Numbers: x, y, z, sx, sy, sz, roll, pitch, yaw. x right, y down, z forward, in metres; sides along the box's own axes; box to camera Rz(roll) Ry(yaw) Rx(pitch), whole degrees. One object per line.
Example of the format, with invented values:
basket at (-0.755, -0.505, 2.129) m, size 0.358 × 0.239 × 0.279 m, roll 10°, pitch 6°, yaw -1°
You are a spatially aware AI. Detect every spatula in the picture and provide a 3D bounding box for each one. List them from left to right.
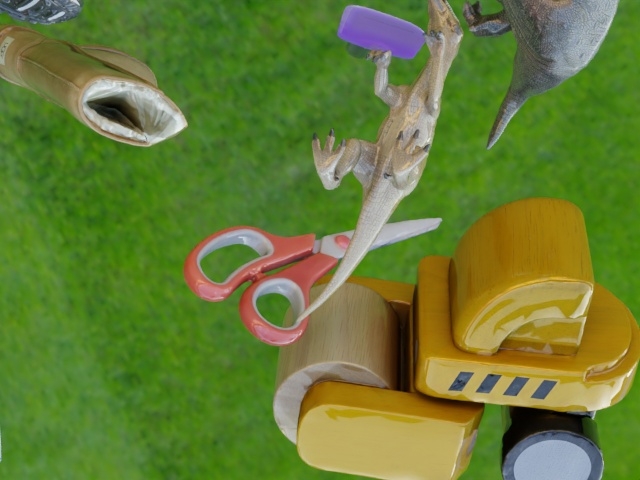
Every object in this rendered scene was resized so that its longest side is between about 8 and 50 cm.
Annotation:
spatula at (0.053, -0.205, 1.620) m, size 0.084 × 0.296 × 0.030 m, roll 17°, pitch 93°, yaw -4°

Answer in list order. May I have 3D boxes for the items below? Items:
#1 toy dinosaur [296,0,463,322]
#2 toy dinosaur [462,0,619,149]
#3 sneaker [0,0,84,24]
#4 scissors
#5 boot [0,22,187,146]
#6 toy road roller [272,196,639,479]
toy dinosaur at (0.034, -0.037, 0.764) m, size 0.183 × 0.053 × 0.092 m, roll -67°, pitch 162°, yaw 1°
toy dinosaur at (0.186, -0.212, 1.262) m, size 0.121 × 0.160 × 0.313 m, roll 8°, pitch 109°, yaw -47°
sneaker at (-0.316, -0.308, 1.461) m, size 0.271 × 0.108 × 0.100 m, roll 44°, pitch 144°, yaw -23°
scissors at (0.000, 0.000, 1.303) m, size 0.297 × 0.109 × 0.021 m, roll -35°, pitch 163°, yaw -51°
boot at (-0.226, -0.156, 1.748) m, size 0.236 × 0.269 × 0.089 m, roll 10°, pitch 101°, yaw -39°
toy road roller at (0.130, 0.081, 1.466) m, size 0.330 × 0.202 × 0.240 m, roll 6°, pitch 124°, yaw -1°
